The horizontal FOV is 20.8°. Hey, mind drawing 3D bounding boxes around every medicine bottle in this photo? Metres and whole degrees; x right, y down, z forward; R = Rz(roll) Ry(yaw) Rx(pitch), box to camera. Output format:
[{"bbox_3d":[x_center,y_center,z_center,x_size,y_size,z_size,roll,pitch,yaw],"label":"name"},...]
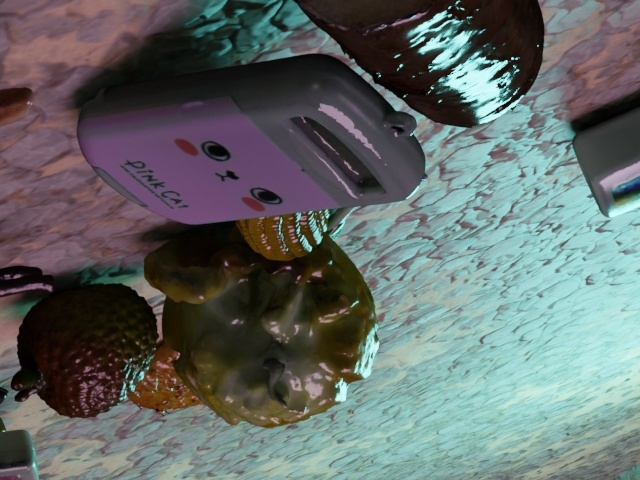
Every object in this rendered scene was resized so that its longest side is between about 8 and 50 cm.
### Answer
[{"bbox_3d":[0.351,-0.102,1.605,0.229,0.083,0.121,-23,160,7],"label":"medicine bottle"}]

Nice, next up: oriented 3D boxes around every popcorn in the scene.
[{"bbox_3d":[-0.055,0.063,1.484,0.198,0.198,0.212,-27,128,17],"label":"popcorn"}]

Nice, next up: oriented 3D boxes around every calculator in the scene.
[{"bbox_3d":[-0.045,-0.064,1.142,0.246,0.045,0.141,-5,149,32],"label":"calculator"}]

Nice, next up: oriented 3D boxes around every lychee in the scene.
[{"bbox_3d":[-0.204,0.093,1.482,0.146,0.114,0.114,-35,170,-29],"label":"lychee"}]

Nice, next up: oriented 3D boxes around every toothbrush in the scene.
[{"bbox_3d":[-0.001,-0.002,1.588,0.030,0.030,0.304,-7,160,-40],"label":"toothbrush"}]

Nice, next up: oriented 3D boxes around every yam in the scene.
[{"bbox_3d":[0.066,-0.151,1.059,0.131,0.131,0.279,-26,166,12],"label":"yam"}]

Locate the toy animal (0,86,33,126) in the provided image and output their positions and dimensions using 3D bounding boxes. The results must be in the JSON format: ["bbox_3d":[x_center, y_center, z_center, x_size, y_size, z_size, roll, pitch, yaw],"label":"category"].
[{"bbox_3d":[-0.281,-0.044,1.011,0.185,0.104,0.184,1,154,-40],"label":"toy animal"}]

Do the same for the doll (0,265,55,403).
[{"bbox_3d":[-0.297,0.061,1.291,0.165,0.057,0.139,21,97,-30],"label":"doll"}]

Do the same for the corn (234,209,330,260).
[{"bbox_3d":[-0.037,-0.045,1.321,0.080,0.080,0.231,-21,163,-2],"label":"corn"}]

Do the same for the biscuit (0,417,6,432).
[{"bbox_3d":[-0.456,0.251,1.757,0.295,0.044,0.186,-32,157,28],"label":"biscuit"}]

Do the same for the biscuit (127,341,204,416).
[{"bbox_3d":[-0.085,0.123,1.829,0.254,0.035,0.254,-20,162,-7],"label":"biscuit"}]

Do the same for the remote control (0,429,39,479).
[{"bbox_3d":[-0.439,0.247,1.644,0.344,0.050,0.145,-6,148,-19],"label":"remote control"}]
